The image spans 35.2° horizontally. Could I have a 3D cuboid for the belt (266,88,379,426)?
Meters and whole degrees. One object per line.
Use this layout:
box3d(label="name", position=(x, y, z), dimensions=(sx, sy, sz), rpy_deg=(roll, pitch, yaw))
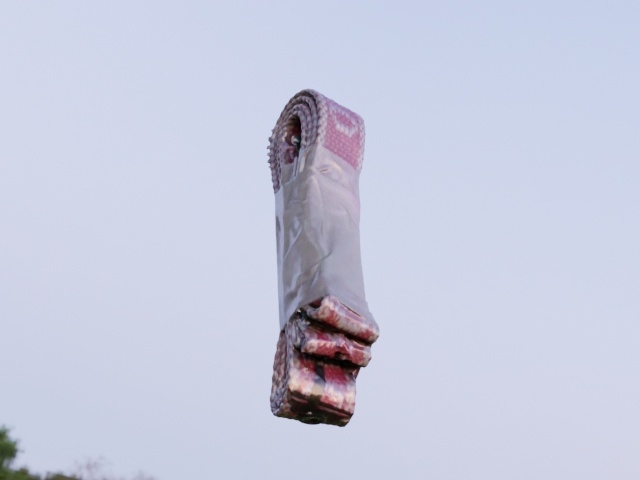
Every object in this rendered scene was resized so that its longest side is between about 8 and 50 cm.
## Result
box3d(label="belt", position=(0.000, 0.000, 0.629), dimensions=(0.053, 0.232, 0.071), rpy_deg=(21, -40, -29))
